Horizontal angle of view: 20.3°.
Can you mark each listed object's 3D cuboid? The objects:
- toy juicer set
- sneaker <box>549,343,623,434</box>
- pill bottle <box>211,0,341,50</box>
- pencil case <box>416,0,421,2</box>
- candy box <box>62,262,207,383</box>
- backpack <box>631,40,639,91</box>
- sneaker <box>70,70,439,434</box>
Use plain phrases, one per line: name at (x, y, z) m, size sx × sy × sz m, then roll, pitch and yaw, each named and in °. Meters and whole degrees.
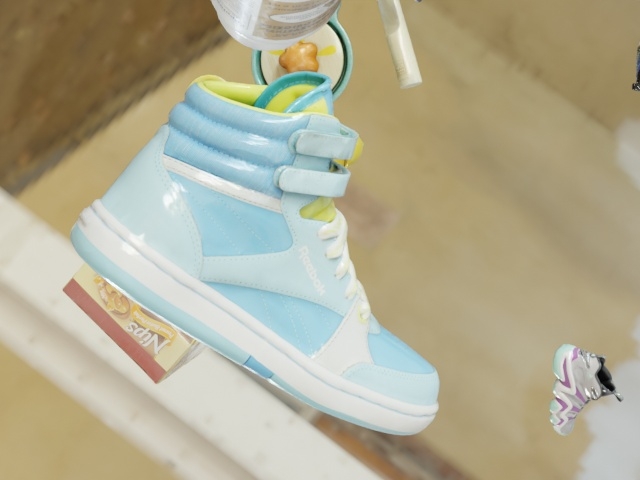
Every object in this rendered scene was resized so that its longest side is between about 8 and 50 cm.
toy juicer set at (0.001, -0.199, 2.271) m, size 0.329 × 0.209 × 0.089 m, roll -38°, pitch -9°, yaw 13°
sneaker at (0.257, 0.150, 1.714) m, size 0.038 × 0.069 × 0.098 m, roll -45°, pitch -41°, yaw -49°
pill bottle at (-0.037, -0.249, 1.614) m, size 0.131 × 0.131 × 0.229 m, roll -52°, pitch 0°, yaw -12°
pencil case at (0.051, -0.386, 1.564) m, size 0.167 × 0.160 × 0.386 m, roll -30°, pitch -42°, yaw 5°
candy box at (-0.202, 0.066, 2.485) m, size 0.087 × 0.183 × 0.316 m, roll -48°, pitch -6°, yaw 23°
backpack at (0.459, -0.242, 2.293) m, size 0.084 × 0.105 × 0.114 m, roll -3°, pitch -81°, yaw -76°
sneaker at (0.000, 0.000, 1.317) m, size 0.208 × 0.319 × 0.127 m, roll -57°, pitch 24°, yaw 5°
